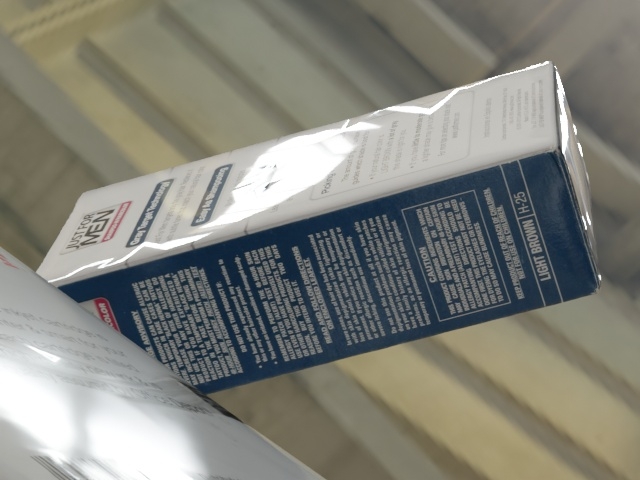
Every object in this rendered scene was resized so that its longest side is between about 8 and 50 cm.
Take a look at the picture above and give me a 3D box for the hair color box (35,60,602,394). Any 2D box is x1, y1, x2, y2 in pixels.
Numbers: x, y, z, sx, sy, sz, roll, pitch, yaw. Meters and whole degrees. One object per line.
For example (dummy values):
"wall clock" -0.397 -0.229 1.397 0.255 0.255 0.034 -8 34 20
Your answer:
"hair color box" 0.000 0.000 1.171 0.174 0.347 0.105 -75 -32 -66

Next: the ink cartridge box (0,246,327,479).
"ink cartridge box" -0.119 0.127 0.666 0.395 0.166 0.285 32 -176 28
